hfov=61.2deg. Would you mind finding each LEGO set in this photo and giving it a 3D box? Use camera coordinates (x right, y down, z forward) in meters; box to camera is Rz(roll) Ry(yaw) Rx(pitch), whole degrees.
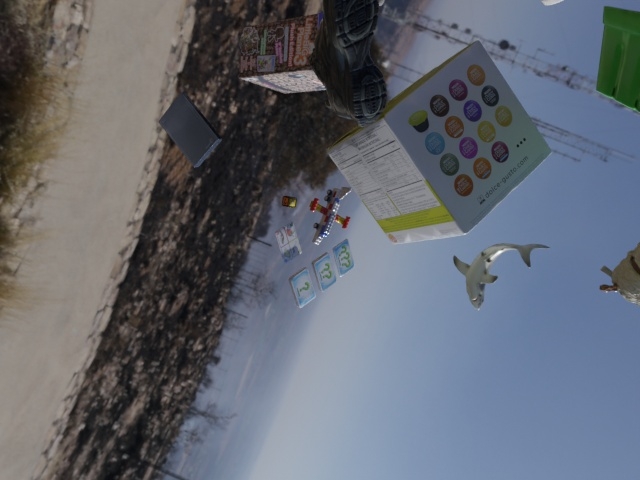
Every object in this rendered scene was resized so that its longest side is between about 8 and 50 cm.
[{"bbox_3d":[0.000,0.000,1.130,0.182,0.060,0.245,-33,121,-32],"label":"LEGO set"}]

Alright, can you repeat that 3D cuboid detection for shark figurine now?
[{"bbox_3d":[0.509,0.057,1.576,0.116,0.166,0.278,-15,152,-43],"label":"shark figurine"}]

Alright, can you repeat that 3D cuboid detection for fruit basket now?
[{"bbox_3d":[0.682,-0.395,0.950,0.392,0.282,0.393,-174,-90,-82],"label":"fruit basket"}]

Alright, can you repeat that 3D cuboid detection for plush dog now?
[{"bbox_3d":[0.968,0.077,1.600,0.226,0.210,0.263,98,-6,-45],"label":"plush dog"}]

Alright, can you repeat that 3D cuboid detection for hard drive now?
[{"bbox_3d":[-0.288,-0.243,1.197,0.094,0.135,0.022,-41,175,27],"label":"hard drive"}]

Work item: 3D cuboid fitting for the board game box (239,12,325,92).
[{"bbox_3d":[-0.045,-0.516,1.525,0.232,0.290,0.141,-4,97,-57],"label":"board game box"}]

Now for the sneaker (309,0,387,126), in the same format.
[{"bbox_3d":[0.031,-0.340,0.942,0.109,0.130,0.287,-30,127,-33],"label":"sneaker"}]

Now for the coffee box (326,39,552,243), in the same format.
[{"bbox_3d":[0.285,-0.228,1.381,0.337,0.334,0.338,-40,-170,-19],"label":"coffee box"}]

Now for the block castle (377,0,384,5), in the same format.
[{"bbox_3d":[0.180,-0.743,1.416,0.453,0.302,0.213,21,-57,55],"label":"block castle"}]

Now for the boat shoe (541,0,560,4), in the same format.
[{"bbox_3d":[0.370,-0.399,0.758,0.066,0.063,0.184,-52,-168,-11],"label":"boat shoe"}]
